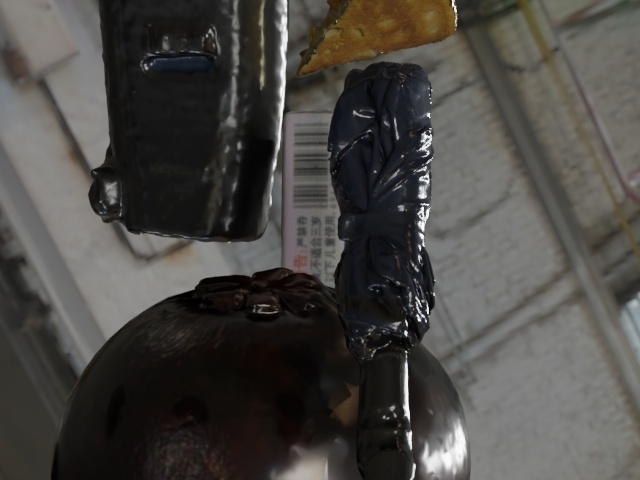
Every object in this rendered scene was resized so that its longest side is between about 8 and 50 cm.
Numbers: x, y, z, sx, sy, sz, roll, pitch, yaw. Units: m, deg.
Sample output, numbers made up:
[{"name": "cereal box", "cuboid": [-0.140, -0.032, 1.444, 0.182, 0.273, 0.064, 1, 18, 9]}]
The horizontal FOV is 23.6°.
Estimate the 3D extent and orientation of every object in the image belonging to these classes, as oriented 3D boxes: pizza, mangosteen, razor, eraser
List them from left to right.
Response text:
[{"name": "razor", "cuboid": [-0.124, -0.161, 1.440, 0.189, 0.327, 0.107, 6, -168, 15]}, {"name": "mangosteen", "cuboid": [-0.039, 0.197, 1.119, 0.306, 0.347, 0.307, -3, -168, 1]}, {"name": "eraser", "cuboid": [0.000, 0.000, 1.365, 0.068, 0.210, 0.124, 1, 170, 4]}, {"name": "pizza", "cuboid": [0.051, -0.214, 1.510, 0.176, 0.036, 0.184, -36, 151, 30]}]

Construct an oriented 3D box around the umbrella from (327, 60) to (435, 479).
[{"name": "umbrella", "cuboid": [0.030, 0.016, 0.850, 0.071, 0.248, 0.071, 3, 163, 1]}]
